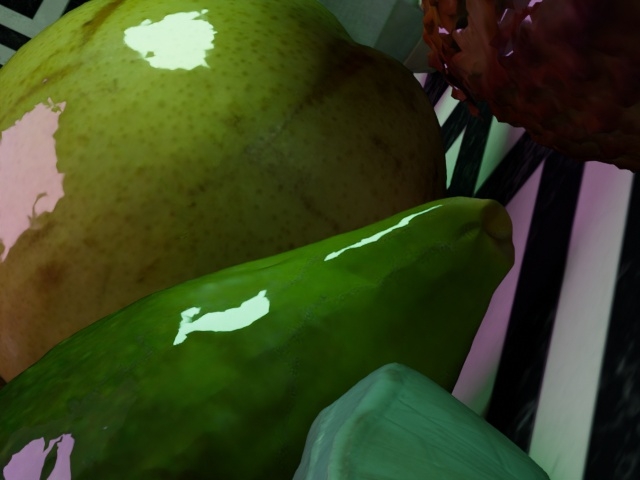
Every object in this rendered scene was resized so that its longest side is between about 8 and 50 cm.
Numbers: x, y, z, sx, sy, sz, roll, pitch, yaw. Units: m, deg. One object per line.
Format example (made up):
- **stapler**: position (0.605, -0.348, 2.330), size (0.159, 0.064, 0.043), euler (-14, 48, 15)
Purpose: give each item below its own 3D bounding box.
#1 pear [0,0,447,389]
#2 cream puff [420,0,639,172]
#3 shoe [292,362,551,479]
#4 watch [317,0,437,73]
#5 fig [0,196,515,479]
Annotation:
- **pear**: position (-0.074, -0.006, 0.883), size (0.314, 0.314, 0.314), euler (-155, 90, -83)
- **cream puff**: position (0.121, -0.128, 0.402), size (0.240, 0.164, 0.240), euler (21, -90, -83)
- **shoe**: position (0.031, 0.114, 0.482), size (0.100, 0.103, 0.251), euler (-63, 2, 11)
- **watch**: position (0.032, -0.283, 1.186), size (0.162, 0.241, 0.253), euler (-52, 15, 55)
- **fig**: position (-0.022, 0.080, 0.652), size (0.275, 0.206, 0.206), euler (-52, 7, -3)
